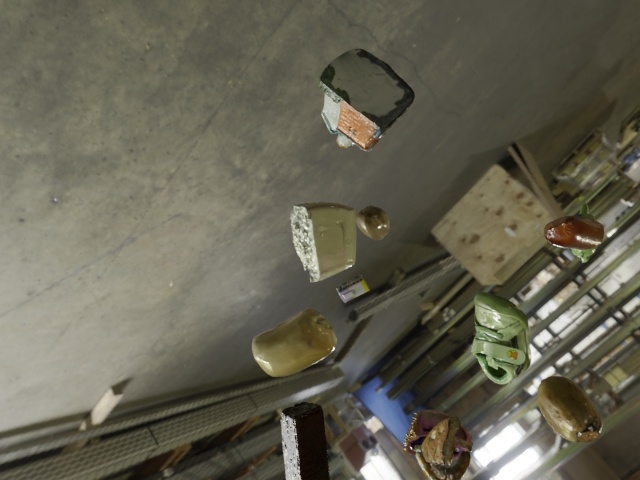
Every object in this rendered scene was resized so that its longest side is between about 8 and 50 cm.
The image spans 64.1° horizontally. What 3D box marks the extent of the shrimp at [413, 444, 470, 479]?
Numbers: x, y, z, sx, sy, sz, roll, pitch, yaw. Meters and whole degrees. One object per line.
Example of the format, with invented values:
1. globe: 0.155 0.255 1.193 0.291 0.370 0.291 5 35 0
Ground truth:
1. shrimp: 0.399 0.702 1.654 0.166 0.161 0.049 -28 153 -18

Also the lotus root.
1. lotus root: 0.601 0.403 1.259 0.118 0.221 0.125 -25 114 3

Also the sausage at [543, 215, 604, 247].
1. sausage: 0.661 -0.018 1.314 0.089 0.083 0.300 -18 168 40

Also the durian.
1. durian: 0.410 0.688 1.824 0.154 0.260 0.186 -50 -166 43

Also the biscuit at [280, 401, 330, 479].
1. biscuit: -0.035 0.645 1.408 0.107 0.388 0.073 -6 180 -43

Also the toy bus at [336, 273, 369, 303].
1. toy bus: 0.108 0.163 1.711 0.102 0.052 0.058 -28 -158 8

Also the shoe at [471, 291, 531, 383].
1. shoe: 0.446 0.247 1.249 0.128 0.140 0.262 -51 129 -34

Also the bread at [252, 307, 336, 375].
1. bread: -0.116 0.494 2.457 0.376 0.253 0.348 -30 171 8

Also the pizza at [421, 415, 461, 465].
1. pizza: 0.371 0.618 1.545 0.182 0.062 0.161 -61 -179 23

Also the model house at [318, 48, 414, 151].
1. model house: 0.123 -0.410 1.639 0.190 0.271 0.301 -47 171 -23

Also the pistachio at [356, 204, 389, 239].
1. pistachio: 0.198 -0.063 1.866 0.108 0.126 0.185 -14 162 26

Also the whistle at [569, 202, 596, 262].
1. whistle: 0.847 -0.032 1.652 0.105 0.085 0.227 55 44 -36

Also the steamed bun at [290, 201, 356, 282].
1. steamed bun: 0.000 0.000 1.492 0.200 0.170 0.225 -6 100 -32
